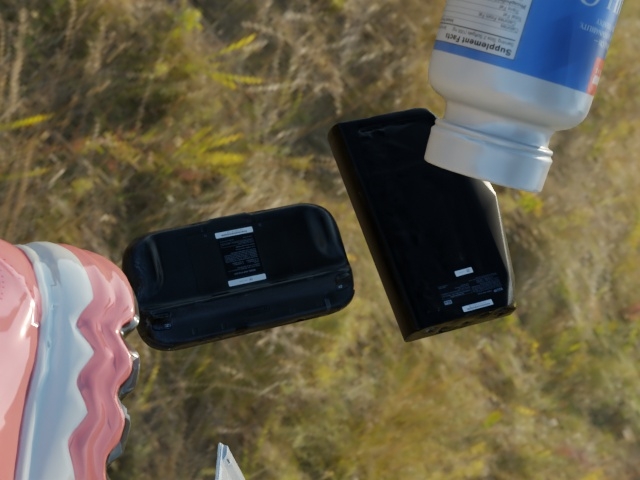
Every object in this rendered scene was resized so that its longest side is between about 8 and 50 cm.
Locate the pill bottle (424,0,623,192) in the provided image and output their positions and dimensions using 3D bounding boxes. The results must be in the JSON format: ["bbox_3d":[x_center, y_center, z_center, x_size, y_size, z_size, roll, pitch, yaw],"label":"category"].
[{"bbox_3d":[0.150,-0.153,0.893,0.124,0.124,0.221,6,103,-43],"label":"pill bottle"}]

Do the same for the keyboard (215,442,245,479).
[{"bbox_3d":[-0.106,0.364,1.650,0.256,0.014,0.072,72,22,-50],"label":"keyboard"}]

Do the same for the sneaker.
[{"bbox_3d":[-0.139,0.113,0.363,0.136,0.116,0.313,25,37,-30],"label":"sneaker"}]

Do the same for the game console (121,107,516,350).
[{"bbox_3d":[0.000,0.000,1.093,0.361,0.044,0.213,-12,69,-22],"label":"game console"}]
